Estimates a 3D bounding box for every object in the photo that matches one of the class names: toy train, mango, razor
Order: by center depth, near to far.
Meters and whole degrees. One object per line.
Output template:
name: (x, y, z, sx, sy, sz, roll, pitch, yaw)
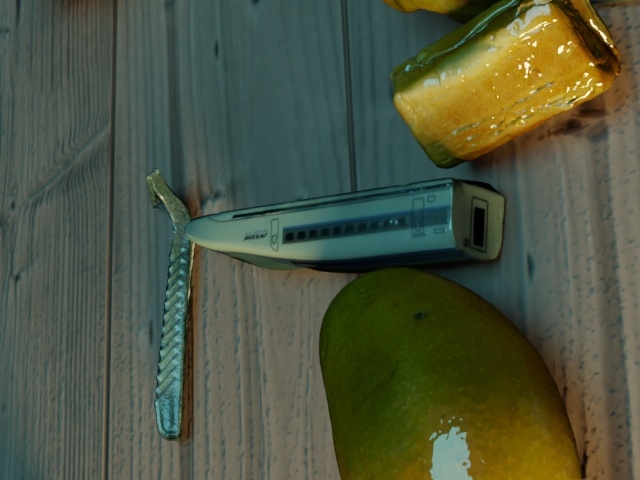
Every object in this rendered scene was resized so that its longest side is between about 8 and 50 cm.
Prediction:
mango: (0.061, 0.093, 0.745, 0.136, 0.099, 0.227, -58, 36, 21)
toy train: (0.000, -0.001, 0.868, 0.252, 0.055, 0.048, -7, 80, 44)
razor: (-0.103, 0.046, 0.968, 0.066, 0.033, 0.190, 97, 171, -70)

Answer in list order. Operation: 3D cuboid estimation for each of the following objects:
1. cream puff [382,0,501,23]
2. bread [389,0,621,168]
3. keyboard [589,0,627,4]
cream puff: (0.073, -0.196, 0.817, 0.116, 0.146, 0.146, 27, 95, 64)
bread: (0.103, -0.093, 0.781, 0.132, 0.074, 0.053, -30, 16, 38)
keyboard: (0.220, -0.158, 0.732, 0.176, 0.014, 0.055, 3, 78, 45)
